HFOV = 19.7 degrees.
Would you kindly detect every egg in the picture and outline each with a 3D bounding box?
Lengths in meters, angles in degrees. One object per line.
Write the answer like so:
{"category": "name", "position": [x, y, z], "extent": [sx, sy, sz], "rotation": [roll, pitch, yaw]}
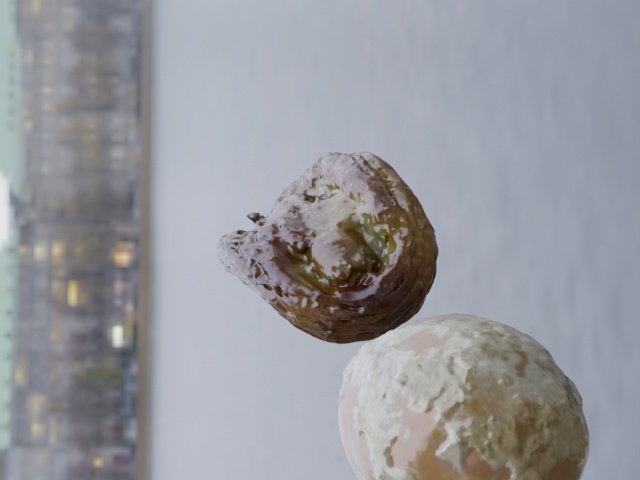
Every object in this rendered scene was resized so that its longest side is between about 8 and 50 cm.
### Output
{"category": "egg", "position": [0.114, 0.154, 1.524], "extent": [0.233, 0.195, 0.195], "rotation": [10, 102, 49]}

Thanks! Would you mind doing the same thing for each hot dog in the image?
{"category": "hot dog", "position": [0.002, 0.001, 0.971], "extent": [0.065, 0.099, 0.147], "rotation": [55, 173, -30]}
